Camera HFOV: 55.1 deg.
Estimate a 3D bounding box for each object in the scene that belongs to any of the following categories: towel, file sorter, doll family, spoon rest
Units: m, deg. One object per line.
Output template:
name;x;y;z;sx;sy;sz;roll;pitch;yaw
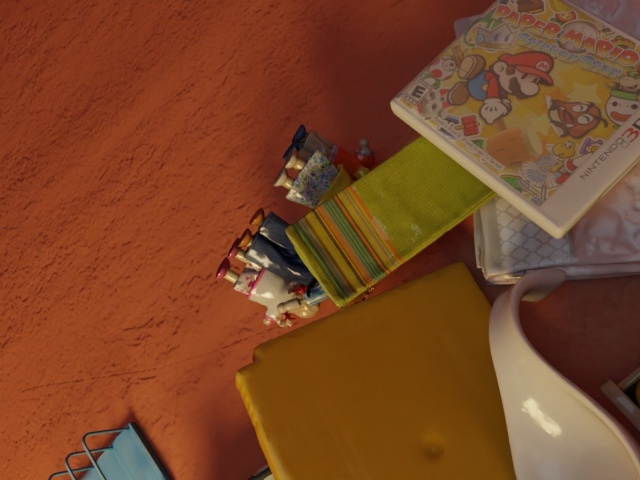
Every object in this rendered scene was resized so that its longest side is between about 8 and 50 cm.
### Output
towel;0.308;-0.129;0.643;0.317;0.053;0.332;-9;77;25
file sorter;-0.306;0.352;0.824;0.170;0.104;0.118;-49;64;9
doll family;0.000;0.000;0.717;0.163;0.118;0.263;29;96;-13
towel;0.085;-0.037;0.646;0.237;0.021;0.102;-36;84;-3
spoon rest;0.208;0.148;0.546;0.137;0.084;0.276;124;151;-46

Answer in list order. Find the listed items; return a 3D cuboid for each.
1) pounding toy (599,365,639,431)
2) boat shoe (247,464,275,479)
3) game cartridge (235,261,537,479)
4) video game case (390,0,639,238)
pounding toy;0.322;0.220;0.482;0.155;0.154;0.269;-45;47;12
boat shoe;-0.096;0.351;0.725;0.302;0.091;0.114;-50;64;10
game cartridge;0.103;0.205;0.595;0.285;0.053;0.324;-20;63;-18
video game case;0.220;-0.144;0.618;0.206;0.026;0.227;-44;63;-4
